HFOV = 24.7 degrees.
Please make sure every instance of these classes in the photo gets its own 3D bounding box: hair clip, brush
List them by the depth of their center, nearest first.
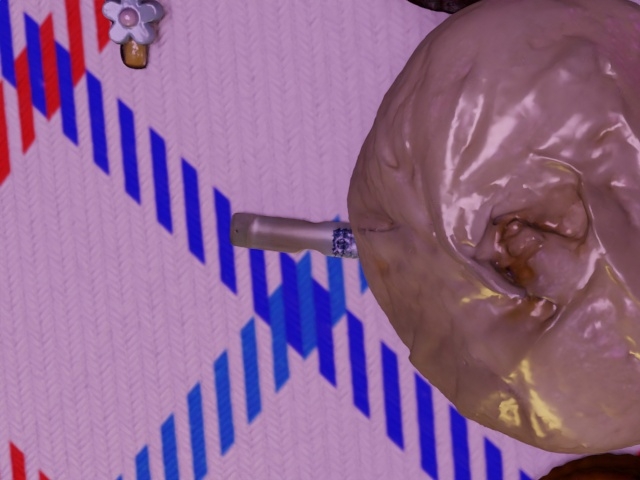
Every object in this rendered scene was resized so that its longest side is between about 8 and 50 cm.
[{"bbox_3d":[0.000,0.000,1.304,0.178,0.030,0.033,5,107,16],"label":"brush"},{"bbox_3d":[-0.167,-0.261,1.312,0.062,0.056,0.214,7,98,16],"label":"hair clip"}]

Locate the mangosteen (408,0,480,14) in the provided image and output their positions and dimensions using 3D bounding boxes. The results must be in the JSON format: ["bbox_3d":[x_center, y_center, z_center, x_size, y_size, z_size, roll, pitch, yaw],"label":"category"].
[{"bbox_3d":[0.119,-0.281,1.143,0.216,0.216,0.216,2,96,17],"label":"mangosteen"}]

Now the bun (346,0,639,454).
[{"bbox_3d":[0.169,-0.011,1.114,0.361,0.213,0.361,7,104,31],"label":"bun"}]

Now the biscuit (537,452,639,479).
[{"bbox_3d":[0.252,0.291,1.237,0.220,0.066,0.220,2,95,16],"label":"biscuit"}]
